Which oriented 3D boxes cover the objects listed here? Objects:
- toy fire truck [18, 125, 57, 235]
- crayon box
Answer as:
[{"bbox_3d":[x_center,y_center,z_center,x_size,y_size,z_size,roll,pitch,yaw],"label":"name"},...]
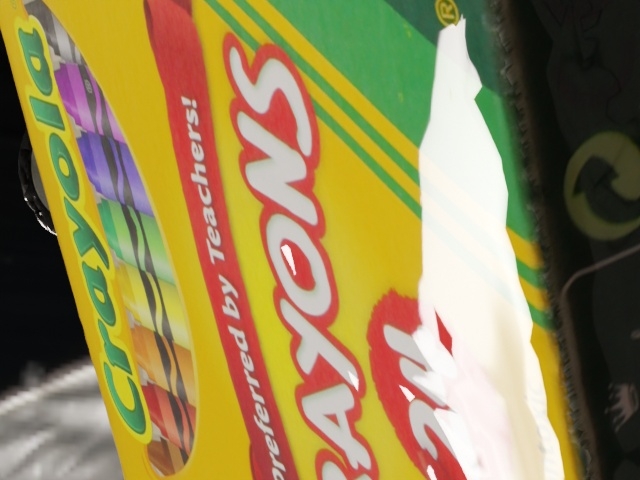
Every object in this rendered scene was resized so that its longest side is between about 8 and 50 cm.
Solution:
[{"bbox_3d":[0.019,0.010,0.655,0.217,0.158,0.246,-39,74,30],"label":"toy fire truck"},{"bbox_3d":[0.000,0.000,0.491,0.318,0.081,0.202,20,128,58],"label":"crayon box"}]
